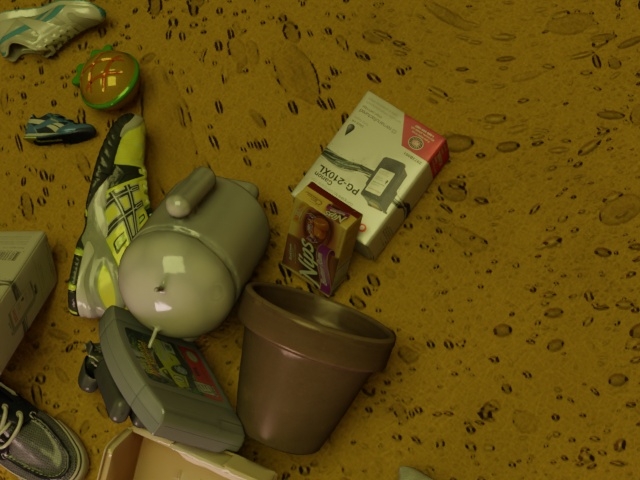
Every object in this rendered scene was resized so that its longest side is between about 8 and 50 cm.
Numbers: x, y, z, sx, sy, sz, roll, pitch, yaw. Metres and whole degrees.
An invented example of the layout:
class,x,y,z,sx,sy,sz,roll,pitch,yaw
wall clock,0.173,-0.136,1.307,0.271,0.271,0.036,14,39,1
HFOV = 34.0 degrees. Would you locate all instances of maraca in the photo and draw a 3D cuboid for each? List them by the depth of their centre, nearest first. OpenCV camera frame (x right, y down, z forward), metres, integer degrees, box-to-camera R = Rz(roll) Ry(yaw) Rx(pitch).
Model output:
class,x,y,z,sx,sy,sz,roll,pitch,yaw
maraca,-0.409,-0.312,1.988,0.127,0.099,0.186,-44,46,-6

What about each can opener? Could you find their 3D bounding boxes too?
class,x,y,z,sx,sy,sz,roll,pitch,yaw
can opener,-0.351,0.250,1.758,0.076,0.283,0.095,19,101,-26

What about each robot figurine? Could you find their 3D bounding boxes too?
class,x,y,z,sx,sy,sz,roll,pitch,yaw
robot figurine,-0.210,0.026,1.751,0.200,0.300,0.353,8,35,15

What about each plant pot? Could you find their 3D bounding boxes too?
class,x,y,z,sx,sy,sz,roll,pitch,yaw
plant pot,-0.037,0.216,1.713,0.263,0.263,0.229,23,98,15

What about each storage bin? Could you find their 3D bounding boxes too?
class,x,y,z,sx,sy,sz,roll,pitch,yaw
storage bin,-0.226,0.455,1.674,0.262,0.123,0.260,20,107,15

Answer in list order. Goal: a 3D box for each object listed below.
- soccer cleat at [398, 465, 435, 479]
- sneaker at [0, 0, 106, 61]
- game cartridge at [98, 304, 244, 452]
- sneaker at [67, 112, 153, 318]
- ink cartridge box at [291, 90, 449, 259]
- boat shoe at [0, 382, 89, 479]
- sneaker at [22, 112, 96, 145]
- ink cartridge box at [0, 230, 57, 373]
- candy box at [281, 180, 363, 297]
class,x,y,z,sx,sy,sz,roll,pitch,yaw
soccer cleat,0.089,0.510,1.674,0.331,0.116,0.143,-53,32,7
sneaker,-0.523,-0.410,2.044,0.229,0.087,0.092,-9,80,15
game cartridge,-0.254,0.219,1.701,0.060,0.196,0.294,-56,41,15
sneaker,-0.354,-0.041,1.897,0.147,0.145,0.384,10,78,-9
ink cartridge box,0.088,-0.112,1.838,0.172,0.100,0.237,34,83,17
boat shoe,-0.565,0.317,1.804,0.340,0.158,0.127,29,82,16
sneaker,-0.498,-0.218,1.997,0.144,0.053,0.059,-1,73,9
ink cartridge box,-0.609,0.103,1.813,0.207,0.117,0.283,0,33,10
candy box,0.000,0.000,1.780,0.109,0.186,0.053,34,51,16
